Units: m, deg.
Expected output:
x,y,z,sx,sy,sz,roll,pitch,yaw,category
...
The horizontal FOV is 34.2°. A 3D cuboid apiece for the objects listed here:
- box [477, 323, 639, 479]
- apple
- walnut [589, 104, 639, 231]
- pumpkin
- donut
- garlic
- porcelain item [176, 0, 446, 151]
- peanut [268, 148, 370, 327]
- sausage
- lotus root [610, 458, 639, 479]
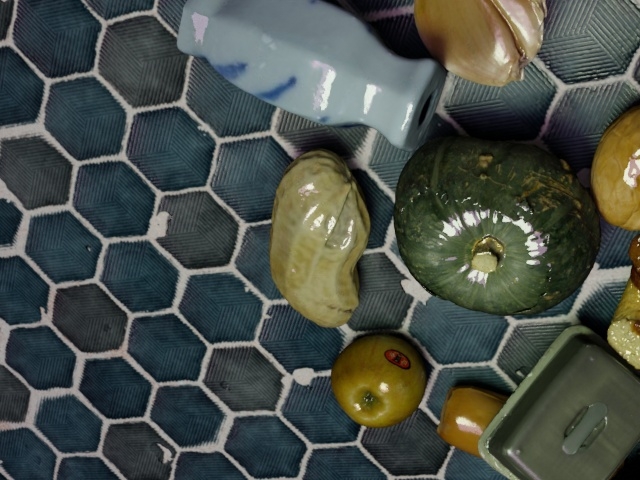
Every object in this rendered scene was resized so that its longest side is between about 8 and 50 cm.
x,y,z,sx,sy,sz,roll,pitch,yaw,category
0.426,0.308,1.771,0.220,0.166,0.290,39,86,-1,box
0.107,0.261,1.921,0.182,0.155,0.183,7,119,13,apple
0.499,-0.111,1.610,0.159,0.159,0.207,14,118,12,walnut
0.278,-0.027,1.659,0.327,0.257,0.292,0,118,23,pumpkin
0.549,0.069,1.689,0.112,0.151,0.295,21,132,20,donut
0.254,-0.350,1.603,0.217,0.110,0.228,-17,99,37,garlic
-0.013,-0.287,1.650,0.405,0.242,0.179,26,98,12,porcelain item
-0.006,-0.001,1.836,0.174,0.158,0.340,1,125,-15,peanut
0.392,0.370,1.908,0.353,0.116,0.134,18,112,5,sausage
0.574,0.544,1.880,0.195,0.179,0.398,32,134,16,lotus root
